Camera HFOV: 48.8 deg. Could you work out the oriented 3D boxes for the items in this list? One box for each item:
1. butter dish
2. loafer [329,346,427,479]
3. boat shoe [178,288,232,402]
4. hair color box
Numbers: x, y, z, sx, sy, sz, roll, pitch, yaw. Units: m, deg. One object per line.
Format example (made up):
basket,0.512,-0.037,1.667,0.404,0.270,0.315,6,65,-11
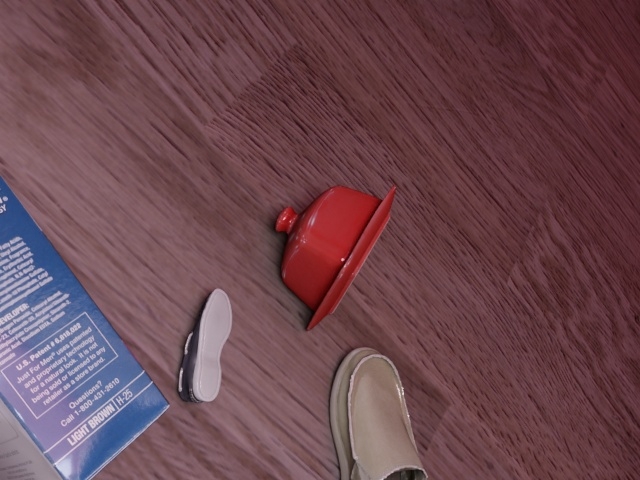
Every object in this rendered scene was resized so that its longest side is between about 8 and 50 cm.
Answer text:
butter dish,0.000,0.000,0.854,0.118,0.160,0.160,31,53,4
loafer,0.075,0.255,0.827,0.102,0.092,0.269,11,66,-34
boat shoe,-0.126,0.113,0.764,0.046,0.038,0.125,31,55,-48
hair color box,-0.291,0.039,0.575,0.105,0.174,0.347,-40,99,-41
